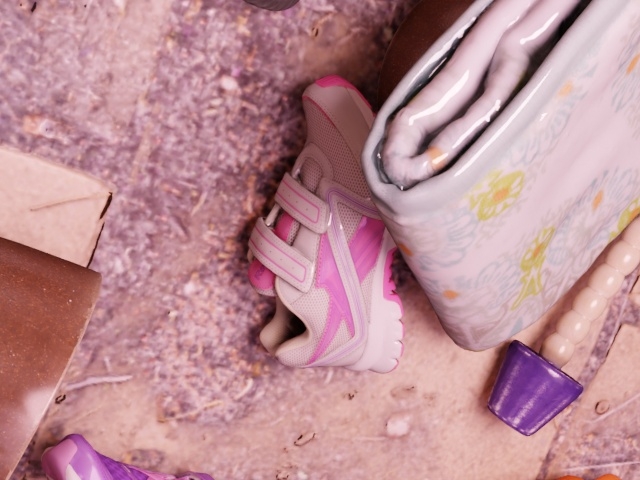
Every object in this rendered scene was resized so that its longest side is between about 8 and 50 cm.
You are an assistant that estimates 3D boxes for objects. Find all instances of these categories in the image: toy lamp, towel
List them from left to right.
[{"bbox_3d":[0.204,-0.101,0.854,0.374,0.090,0.320,-46,148,-5],"label":"towel"},{"bbox_3d":[0.245,0.052,1.023,0.080,0.080,0.275,31,95,-30],"label":"toy lamp"}]

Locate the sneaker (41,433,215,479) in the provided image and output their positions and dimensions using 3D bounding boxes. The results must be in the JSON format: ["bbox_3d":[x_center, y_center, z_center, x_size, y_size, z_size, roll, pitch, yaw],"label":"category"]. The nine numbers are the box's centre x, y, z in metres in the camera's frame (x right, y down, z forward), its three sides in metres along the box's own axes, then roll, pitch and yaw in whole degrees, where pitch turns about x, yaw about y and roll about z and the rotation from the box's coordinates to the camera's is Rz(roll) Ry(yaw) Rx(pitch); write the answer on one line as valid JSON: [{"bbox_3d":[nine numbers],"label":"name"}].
[{"bbox_3d":[-0.127,0.221,0.925,0.104,0.095,0.236,-43,125,-11],"label":"sneaker"}]

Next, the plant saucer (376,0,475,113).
[{"bbox_3d":[0.142,-0.120,0.938,0.198,0.036,0.199,-8,111,-21],"label":"plant saucer"}]

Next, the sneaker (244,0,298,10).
[{"bbox_3d":[-0.084,-0.223,0.781,0.211,0.081,0.080,22,98,-46],"label":"sneaker"}]

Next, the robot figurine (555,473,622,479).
[{"bbox_3d":[0.210,0.304,1.077,0.219,0.128,0.158,-27,157,-12],"label":"robot figurine"}]

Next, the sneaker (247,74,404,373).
[{"bbox_3d":[0.000,0.000,0.883,0.111,0.103,0.252,-12,113,-21],"label":"sneaker"}]

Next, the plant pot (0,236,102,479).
[{"bbox_3d":[-0.295,0.061,0.738,0.230,0.215,0.215,30,96,-15],"label":"plant pot"}]
